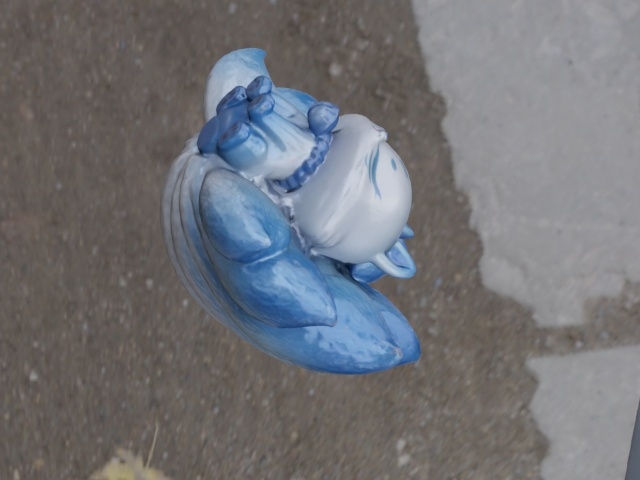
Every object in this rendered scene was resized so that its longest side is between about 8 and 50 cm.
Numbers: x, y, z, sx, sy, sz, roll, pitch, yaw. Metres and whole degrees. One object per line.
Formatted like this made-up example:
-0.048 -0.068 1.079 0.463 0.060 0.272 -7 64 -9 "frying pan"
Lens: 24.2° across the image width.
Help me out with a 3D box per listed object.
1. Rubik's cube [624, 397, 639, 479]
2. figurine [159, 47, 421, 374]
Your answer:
0.417 0.236 0.967 0.347 0.351 0.352 6 101 -20 "Rubik's cube"
0.000 0.000 0.454 0.079 0.114 0.114 -39 72 15 "figurine"
